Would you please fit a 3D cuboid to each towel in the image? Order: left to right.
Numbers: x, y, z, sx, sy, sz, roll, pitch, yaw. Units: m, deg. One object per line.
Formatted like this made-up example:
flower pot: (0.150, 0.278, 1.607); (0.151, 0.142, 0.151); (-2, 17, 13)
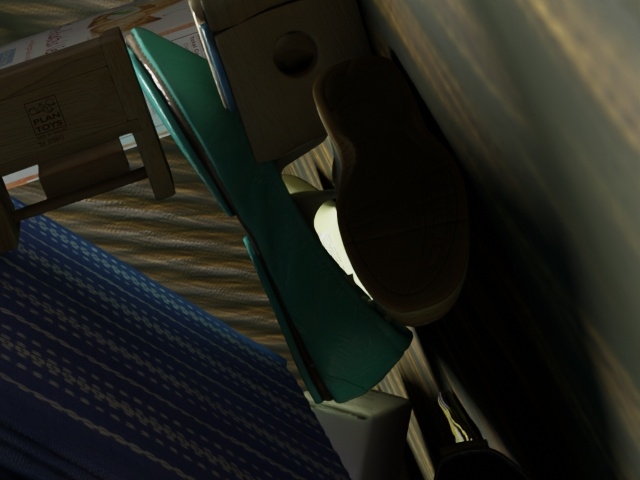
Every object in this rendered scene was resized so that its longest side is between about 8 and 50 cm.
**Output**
towel: (-0.084, 0.068, 0.568); (0.243, 0.040, 0.336); (34, -175, -19)
towel: (0.083, 0.126, 0.695); (0.060, 0.009, 0.083); (-121, 12, -66)

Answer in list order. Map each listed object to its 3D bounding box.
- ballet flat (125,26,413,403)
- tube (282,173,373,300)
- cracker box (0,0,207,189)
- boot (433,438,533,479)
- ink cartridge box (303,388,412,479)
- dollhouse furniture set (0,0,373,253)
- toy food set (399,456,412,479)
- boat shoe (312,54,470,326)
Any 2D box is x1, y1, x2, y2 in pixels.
ballet flat: (-0.020, -0.026, 0.734); (0.247, 0.087, 0.083); (61, 178, -11)
tube: (0.000, 0.000, 0.920); (0.070, 0.062, 0.240); (26, -176, -17)
cracker box: (-0.130, -0.108, 0.826); (0.155, 0.232, 0.067); (-121, 13, -69)
boot: (0.082, 0.179, 0.472); (0.106, 0.082, 0.219); (71, 179, -50)
ink cartridge box: (-0.023, 0.249, 0.823); (0.261, 0.066, 0.296); (8, -88, -73)
dollhouse furniture set: (-0.084, -0.100, 0.601); (0.129, 0.184, 0.129); (-121, 13, -69)
toy food set: (0.000, 0.295, 1.104); (0.306, 0.092, 0.219); (-41, -62, -52)
boat shoe: (0.030, -0.016, 0.490); (0.045, 0.050, 0.135); (70, -173, -45)
